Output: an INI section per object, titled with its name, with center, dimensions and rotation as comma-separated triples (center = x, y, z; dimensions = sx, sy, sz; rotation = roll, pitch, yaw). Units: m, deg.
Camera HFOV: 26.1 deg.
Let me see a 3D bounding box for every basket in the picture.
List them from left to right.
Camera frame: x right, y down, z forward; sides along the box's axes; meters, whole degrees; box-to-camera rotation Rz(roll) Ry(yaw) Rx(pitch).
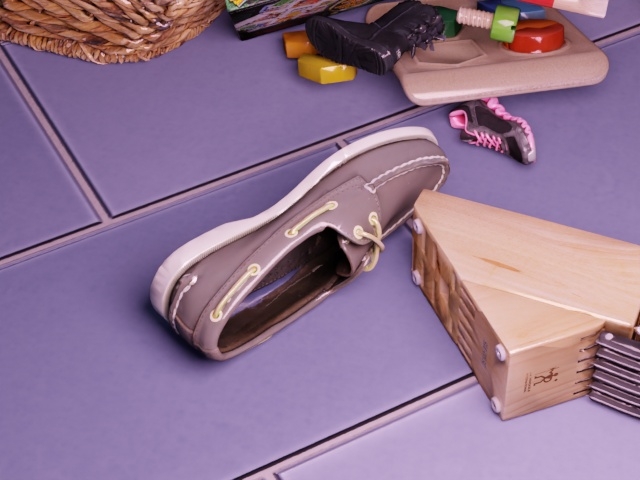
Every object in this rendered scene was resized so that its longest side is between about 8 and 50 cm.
[basket]
center = -0.198, -0.319, 1.561
dimensions = 0.213, 0.223, 0.299
rotation = 36, 47, -9

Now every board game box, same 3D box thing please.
[board game box]
center = 0.031, -0.271, 1.452
dimensions = 0.259, 0.136, 0.030
rotation = -16, 82, 1

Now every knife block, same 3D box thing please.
[knife block]
center = 0.234, 0.046, 1.174
dimensions = 0.242, 0.088, 0.276
rotation = -16, 45, -15

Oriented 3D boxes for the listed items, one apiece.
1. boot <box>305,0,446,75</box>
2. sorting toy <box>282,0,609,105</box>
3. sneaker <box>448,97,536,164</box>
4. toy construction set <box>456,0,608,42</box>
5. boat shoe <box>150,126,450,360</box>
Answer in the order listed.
[boot]
center = 0.059, -0.216, 1.403
dimensions = 0.121, 0.045, 0.099
rotation = 28, 52, 33
[sorting toy]
center = 0.122, -0.210, 1.445
dimensions = 0.307, 0.041, 0.229
rotation = -8, 31, -6
[sneaker]
center = 0.169, -0.105, 1.368
dimensions = 0.057, 0.047, 0.119
rotation = -25, 41, -14
[toy construction set]
center = 0.281, -0.312, 1.388
dimensions = 0.237, 0.257, 0.309
rotation = 14, 49, 7
[boat shoe]
center = 0.000, 0.003, 1.215
dimensions = 0.305, 0.109, 0.091
rotation = -31, 52, -19
